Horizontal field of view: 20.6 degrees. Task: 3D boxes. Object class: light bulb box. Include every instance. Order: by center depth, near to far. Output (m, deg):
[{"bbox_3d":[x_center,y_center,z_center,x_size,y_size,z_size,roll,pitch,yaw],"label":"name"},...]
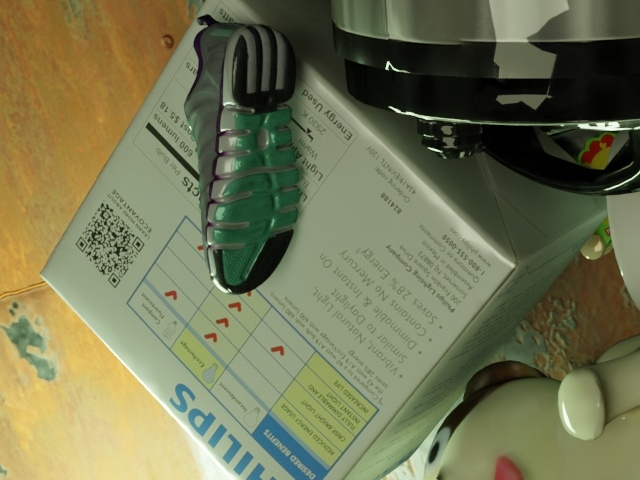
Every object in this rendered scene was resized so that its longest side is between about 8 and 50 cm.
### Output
[{"bbox_3d":[0.000,0.000,1.583,0.358,0.225,0.361,45,122,14],"label":"light bulb box"}]

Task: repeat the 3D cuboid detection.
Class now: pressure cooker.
[{"bbox_3d":[0.178,-0.244,1.319,0.375,0.370,0.420,1,105,16],"label":"pressure cooker"}]

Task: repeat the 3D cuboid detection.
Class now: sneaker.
[{"bbox_3d":[-0.072,-0.071,1.443,0.098,0.083,0.224,25,114,50],"label":"sneaker"}]

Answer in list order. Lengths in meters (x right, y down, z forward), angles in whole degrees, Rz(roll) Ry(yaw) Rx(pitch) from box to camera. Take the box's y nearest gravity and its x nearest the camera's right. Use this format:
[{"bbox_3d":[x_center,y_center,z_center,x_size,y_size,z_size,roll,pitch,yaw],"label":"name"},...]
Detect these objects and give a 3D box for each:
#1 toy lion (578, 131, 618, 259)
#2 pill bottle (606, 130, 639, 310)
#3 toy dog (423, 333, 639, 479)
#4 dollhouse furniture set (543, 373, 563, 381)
[{"bbox_3d":[0.257,-0.045,1.561,0.100,0.034,0.096,-33,83,33],"label":"toy lion"},{"bbox_3d":[0.421,-0.040,1.370,0.361,0.204,0.204,-10,103,30],"label":"pill bottle"},{"bbox_3d":[0.280,0.195,1.429,0.408,0.395,0.284,-3,89,21],"label":"toy dog"},{"bbox_3d":[0.213,0.173,1.613,0.091,0.114,0.081,3,104,30],"label":"dollhouse furniture set"}]
